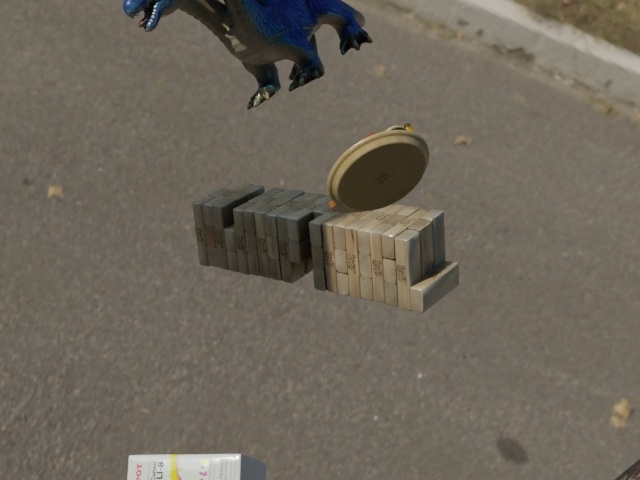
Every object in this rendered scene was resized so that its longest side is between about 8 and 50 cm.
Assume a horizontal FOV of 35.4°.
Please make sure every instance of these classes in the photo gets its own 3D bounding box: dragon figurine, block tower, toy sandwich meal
[{"bbox_3d":[-0.035,-0.200,0.799,0.289,0.085,0.144,-44,112,-50],"label":"dragon figurine"},{"bbox_3d":[0.000,0.000,1.220,0.335,0.097,0.091,12,28,34],"label":"block tower"},{"bbox_3d":[0.038,-0.052,0.710,0.086,0.085,0.029,-1,47,-30],"label":"toy sandwich meal"}]

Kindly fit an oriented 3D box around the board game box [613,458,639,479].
[{"bbox_3d":[0.282,0.313,0.990,0.042,0.165,0.243,46,19,5],"label":"board game box"}]

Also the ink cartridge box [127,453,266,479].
[{"bbox_3d":[-0.182,0.382,1.466,0.176,0.127,0.128,-4,71,14],"label":"ink cartridge box"}]
